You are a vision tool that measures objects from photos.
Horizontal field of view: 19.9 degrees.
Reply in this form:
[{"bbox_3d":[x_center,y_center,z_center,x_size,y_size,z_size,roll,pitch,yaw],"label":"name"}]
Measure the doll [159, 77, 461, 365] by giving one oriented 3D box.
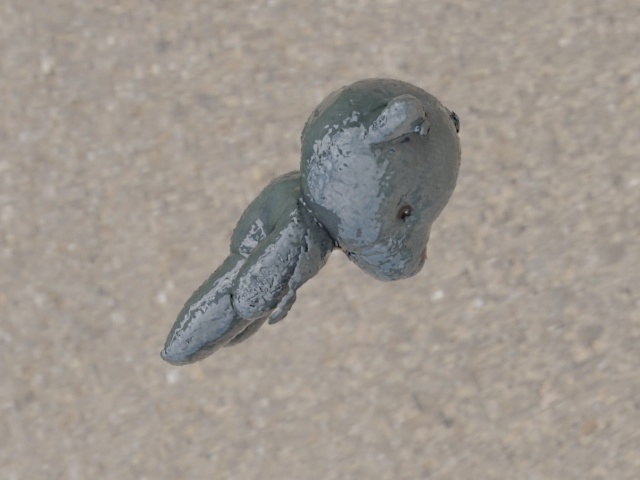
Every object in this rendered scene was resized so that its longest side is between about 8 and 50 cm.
[{"bbox_3d":[0.007,0.003,1.606,0.158,0.246,0.340,39,108,5],"label":"doll"}]
